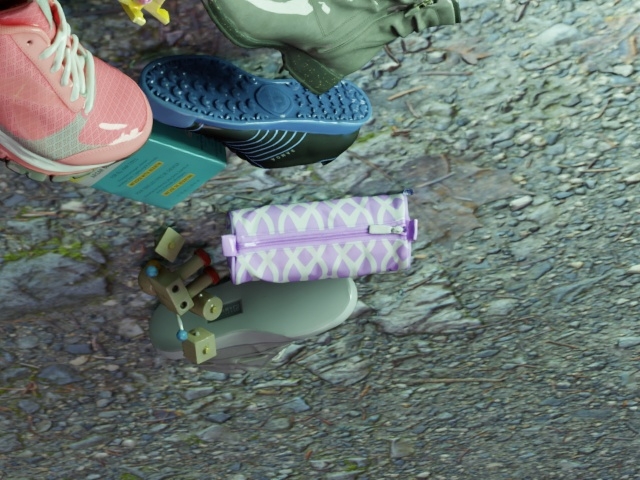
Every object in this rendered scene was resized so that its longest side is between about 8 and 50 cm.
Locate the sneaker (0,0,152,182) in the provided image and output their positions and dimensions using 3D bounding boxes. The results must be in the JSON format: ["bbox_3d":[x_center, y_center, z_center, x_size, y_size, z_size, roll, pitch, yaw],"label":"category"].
[{"bbox_3d":[-0.235,-0.140,1.416,0.314,0.116,0.136,20,140,-42],"label":"sneaker"}]

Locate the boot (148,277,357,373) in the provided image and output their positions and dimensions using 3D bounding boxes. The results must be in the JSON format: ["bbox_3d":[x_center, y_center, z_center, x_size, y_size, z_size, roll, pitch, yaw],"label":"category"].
[{"bbox_3d":[-0.058,0.090,2.068,0.258,0.095,0.123,-11,159,25],"label":"boot"}]

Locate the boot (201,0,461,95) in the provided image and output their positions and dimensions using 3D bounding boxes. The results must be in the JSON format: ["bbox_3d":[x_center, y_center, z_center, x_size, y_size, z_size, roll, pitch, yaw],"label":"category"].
[{"bbox_3d":[0.007,-0.217,1.521,0.161,0.083,0.246,-28,152,21],"label":"boot"}]

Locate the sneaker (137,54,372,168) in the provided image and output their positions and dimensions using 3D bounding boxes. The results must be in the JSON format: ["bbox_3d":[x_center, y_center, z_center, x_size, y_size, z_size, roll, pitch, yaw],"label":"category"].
[{"bbox_3d":[-0.069,-0.108,1.683,0.232,0.081,0.090,6,142,-27],"label":"sneaker"}]

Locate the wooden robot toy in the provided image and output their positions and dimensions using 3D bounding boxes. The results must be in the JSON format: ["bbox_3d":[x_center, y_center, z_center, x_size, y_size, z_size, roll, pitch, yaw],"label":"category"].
[{"bbox_3d":[-0.160,0.048,1.983,0.076,0.079,0.173,-40,129,-25],"label":"wooden robot toy"}]

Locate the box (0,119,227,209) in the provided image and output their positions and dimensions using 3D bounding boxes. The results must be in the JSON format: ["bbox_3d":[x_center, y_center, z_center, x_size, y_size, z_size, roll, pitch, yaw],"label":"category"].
[{"bbox_3d":[-0.212,-0.102,1.683,0.244,0.060,0.100,16,144,-38],"label":"box"}]

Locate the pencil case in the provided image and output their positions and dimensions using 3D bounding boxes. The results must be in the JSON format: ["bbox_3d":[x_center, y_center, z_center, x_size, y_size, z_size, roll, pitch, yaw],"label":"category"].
[{"bbox_3d":[0.000,0.000,1.896,0.206,0.086,0.088,-7,-174,-4],"label":"pencil case"}]

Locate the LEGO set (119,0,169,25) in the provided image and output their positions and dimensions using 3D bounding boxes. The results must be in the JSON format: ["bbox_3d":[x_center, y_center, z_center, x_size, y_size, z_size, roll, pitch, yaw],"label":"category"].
[{"bbox_3d":[-0.126,-0.236,1.310,0.107,0.132,0.287,-46,167,17],"label":"LEGO set"}]
